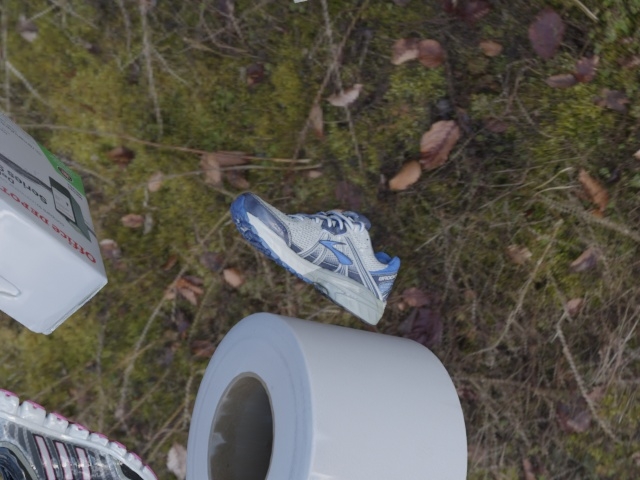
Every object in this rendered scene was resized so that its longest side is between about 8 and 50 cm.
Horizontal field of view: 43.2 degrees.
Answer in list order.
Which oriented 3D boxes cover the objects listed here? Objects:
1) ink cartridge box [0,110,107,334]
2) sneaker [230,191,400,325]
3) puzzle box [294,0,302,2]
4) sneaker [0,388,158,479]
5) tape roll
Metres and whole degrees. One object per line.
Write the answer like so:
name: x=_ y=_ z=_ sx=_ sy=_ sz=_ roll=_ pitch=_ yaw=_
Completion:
ink cartridge box: x=-0.421 y=-0.039 z=1.103 sx=0.121 sy=0.211 sz=0.289 roll=-40 pitch=40 yaw=5
sneaker: x=0.000 y=0.000 z=0.525 sx=0.058 sy=0.135 sz=0.052 roll=-57 pitch=34 yaw=-4
puzzle box: x=-0.062 y=-0.438 z=0.663 sx=0.052 sy=0.272 sz=0.409 roll=-16 pitch=62 yaw=-8
sneaker: x=-0.211 y=0.181 z=0.641 sx=0.063 sy=0.170 sz=0.075 roll=-12 pitch=50 yaw=55
tape roll: x=-0.004 y=0.200 z=0.771 sx=0.246 sy=0.169 sz=0.246 roll=-32 pitch=51 yaw=50
